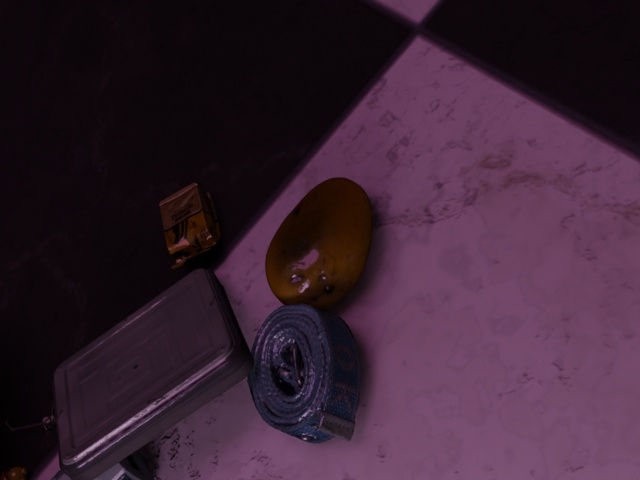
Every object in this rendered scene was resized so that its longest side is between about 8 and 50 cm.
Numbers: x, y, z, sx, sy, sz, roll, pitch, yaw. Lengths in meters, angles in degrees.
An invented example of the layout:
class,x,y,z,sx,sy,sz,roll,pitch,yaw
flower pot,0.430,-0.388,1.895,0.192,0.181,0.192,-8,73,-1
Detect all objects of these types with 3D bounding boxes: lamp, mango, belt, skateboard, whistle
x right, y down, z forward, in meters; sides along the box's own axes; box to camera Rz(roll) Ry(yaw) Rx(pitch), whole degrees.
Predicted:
class,x,y,z,sx,sy,sz,roll,pitch,yaw
lamp,-0.222,0.165,1.605,0.266,0.047,0.269,-36,26,1
mango,0.000,0.000,1.596,0.137,0.098,0.195,-12,51,35
belt,-0.017,0.160,1.510,0.147,0.082,0.163,-13,60,44
skateboard,-0.400,0.246,1.777,0.083,0.032,0.064,-16,44,26
whistle,-0.447,0.352,1.731,0.109,0.046,0.057,-30,33,10

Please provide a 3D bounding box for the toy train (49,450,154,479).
class,x,y,z,sx,sy,sz,roll,pitch,yaw
toy train,-0.380,0.422,1.607,0.407,0.086,0.088,-46,48,3

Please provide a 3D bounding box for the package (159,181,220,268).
class,x,y,z,sx,sy,sz,roll,pitch,yaw
package,-0.181,-0.014,1.771,0.071,0.047,0.131,-30,50,14
